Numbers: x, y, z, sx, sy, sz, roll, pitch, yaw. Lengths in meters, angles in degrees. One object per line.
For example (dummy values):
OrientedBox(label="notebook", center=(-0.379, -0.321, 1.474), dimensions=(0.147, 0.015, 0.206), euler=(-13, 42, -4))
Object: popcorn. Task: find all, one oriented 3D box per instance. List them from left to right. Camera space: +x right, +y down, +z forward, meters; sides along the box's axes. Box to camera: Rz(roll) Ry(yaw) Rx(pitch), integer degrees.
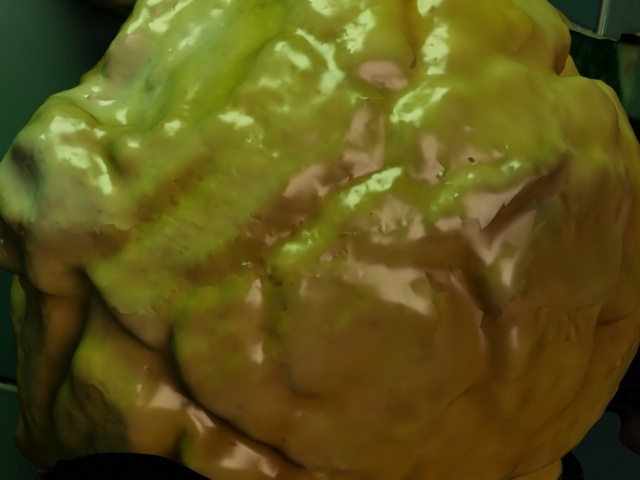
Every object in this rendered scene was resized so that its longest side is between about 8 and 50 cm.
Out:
OrientedBox(label="popcorn", center=(0.005, 0.020, 0.909), dimensions=(0.344, 0.354, 0.390), euler=(-27, 99, -44))

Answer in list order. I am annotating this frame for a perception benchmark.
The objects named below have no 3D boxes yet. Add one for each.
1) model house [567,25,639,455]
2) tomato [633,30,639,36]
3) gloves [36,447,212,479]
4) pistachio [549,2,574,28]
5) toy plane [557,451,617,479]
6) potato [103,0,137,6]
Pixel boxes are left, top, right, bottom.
OrientedBox(label="model house", center=(0.264, 0.024, 1.019), dimensions=(0.243, 0.298, 0.284), euler=(4, 102, -22))
OrientedBox(label="tomato", center=(0.349, -0.037, 1.256), dimensions=(0.309, 0.170, 0.309), euler=(1, 88, -36))
OrientedBox(label="gloves", center=(-0.089, 0.266, 0.806), dimensions=(0.155, 0.203, 0.356), euler=(-26, 128, -28))
OrientedBox(label="pistachio", center=(0.152, -0.095, 1.163), dimensions=(0.100, 0.110, 0.189), euler=(-27, 104, -65))
OrientedBox(label="toy plane", center=(0.093, 0.252, 1.030), dimensions=(0.155, 0.106, 0.382), euler=(16, 57, 5))
OrientedBox(label="potato", center=(-0.118, -0.229, 0.982), dimensions=(0.109, 0.118, 0.178), euler=(-6, 107, 0))
